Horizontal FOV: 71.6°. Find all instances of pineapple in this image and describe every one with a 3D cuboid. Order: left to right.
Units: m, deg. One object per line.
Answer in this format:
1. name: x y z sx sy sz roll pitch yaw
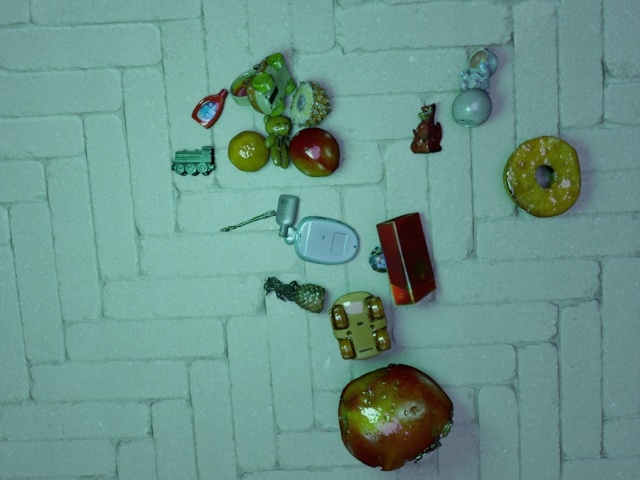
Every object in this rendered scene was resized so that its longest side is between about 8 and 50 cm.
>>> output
1. pineapple: -0.105 0.207 1.737 0.252 0.125 0.125 16 95 5
2. pineapple: -0.016 -0.502 1.665 0.137 0.162 0.175 4 93 -37

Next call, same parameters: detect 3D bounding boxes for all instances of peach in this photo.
1. peach: -0.027 -0.331 1.640 0.198 0.197 0.197 0 95 1
2. peach: 0.280 0.643 1.650 0.418 0.339 0.352 1 96 -4

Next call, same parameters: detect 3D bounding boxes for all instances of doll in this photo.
1. doll: -0.145 -0.376 1.664 0.097 0.137 0.209 -14 82 44
2. doll: 0.580 -0.567 1.637 0.151 0.151 0.286 15 89 0

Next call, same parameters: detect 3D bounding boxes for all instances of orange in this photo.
1. orange: -0.271 -0.334 1.670 0.159 0.136 0.158 0 95 -2

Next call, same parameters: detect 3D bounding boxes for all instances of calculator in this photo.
1. calculator: 0.000 0.000 1.742 0.299 0.041 0.185 11 95 1

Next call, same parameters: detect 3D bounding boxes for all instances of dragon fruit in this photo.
1. dragon fruit: 0.416 -0.420 1.669 0.123 0.092 0.192 8 95 0

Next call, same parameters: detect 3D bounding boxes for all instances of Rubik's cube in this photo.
1. Rubik's cube: 0.241 0.074 1.718 0.093 0.111 0.111 -16 95 -23

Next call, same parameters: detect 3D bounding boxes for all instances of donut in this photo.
1. donut: 0.824 -0.235 1.672 0.304 0.110 0.302 0 93 0

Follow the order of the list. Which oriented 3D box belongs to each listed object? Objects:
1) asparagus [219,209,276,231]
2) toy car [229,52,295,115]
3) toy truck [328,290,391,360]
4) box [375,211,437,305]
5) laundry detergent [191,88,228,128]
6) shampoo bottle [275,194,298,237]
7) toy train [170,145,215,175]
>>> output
1. asparagus: -0.287 -0.073 1.752 0.233 0.022 0.023 -19 139 1
2. toy car: -0.229 -0.575 1.639 0.236 0.145 0.234 -10 56 14
3. toy truck: 0.149 0.324 1.687 0.205 0.211 0.287 -15 98 2
4. box: 0.325 0.065 1.662 0.089 0.198 0.312 -11 95 40
5. laundry detergent: -0.417 -0.514 1.702 0.097 0.049 0.165 38 92 1
6. shampoo bottle: -0.134 -0.094 1.724 0.080 0.040 0.165 8 87 10
7. toy train: -0.491 -0.304 1.714 0.171 0.071 0.111 0 86 2
